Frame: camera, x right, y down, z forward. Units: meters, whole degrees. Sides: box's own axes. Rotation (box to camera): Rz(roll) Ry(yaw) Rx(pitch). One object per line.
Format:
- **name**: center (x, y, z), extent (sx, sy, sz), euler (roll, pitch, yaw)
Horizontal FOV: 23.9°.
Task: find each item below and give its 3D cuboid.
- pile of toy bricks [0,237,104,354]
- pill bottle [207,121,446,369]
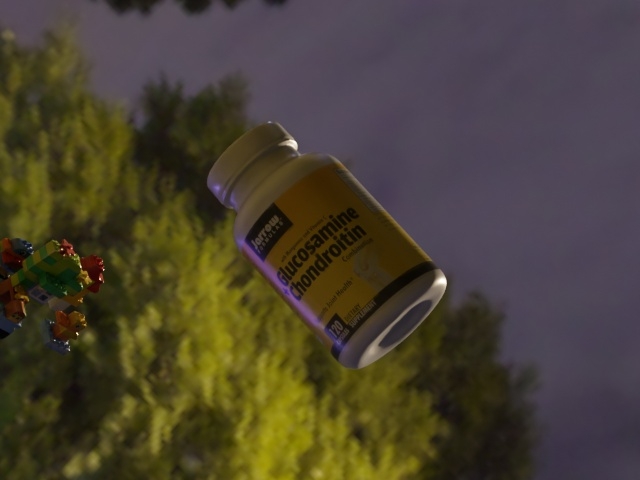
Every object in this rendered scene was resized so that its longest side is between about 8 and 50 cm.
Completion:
- **pile of toy bricks**: center (-0.290, 0.036, 1.549), extent (0.105, 0.212, 0.118), euler (-34, -129, 17)
- **pill bottle**: center (0.000, 0.000, 1.136), extent (0.103, 0.184, 0.103), euler (-39, 164, -13)
